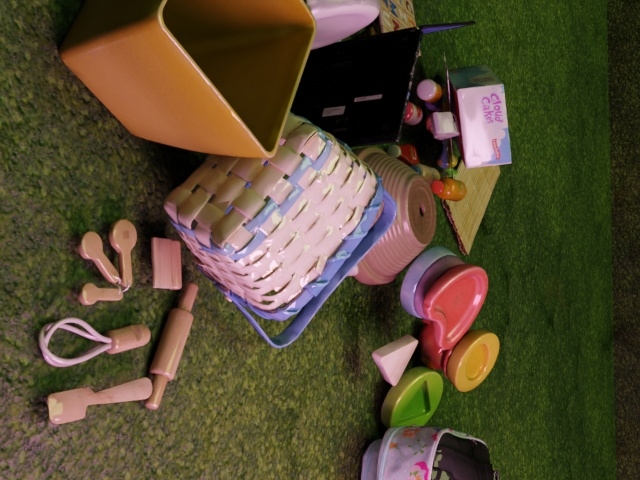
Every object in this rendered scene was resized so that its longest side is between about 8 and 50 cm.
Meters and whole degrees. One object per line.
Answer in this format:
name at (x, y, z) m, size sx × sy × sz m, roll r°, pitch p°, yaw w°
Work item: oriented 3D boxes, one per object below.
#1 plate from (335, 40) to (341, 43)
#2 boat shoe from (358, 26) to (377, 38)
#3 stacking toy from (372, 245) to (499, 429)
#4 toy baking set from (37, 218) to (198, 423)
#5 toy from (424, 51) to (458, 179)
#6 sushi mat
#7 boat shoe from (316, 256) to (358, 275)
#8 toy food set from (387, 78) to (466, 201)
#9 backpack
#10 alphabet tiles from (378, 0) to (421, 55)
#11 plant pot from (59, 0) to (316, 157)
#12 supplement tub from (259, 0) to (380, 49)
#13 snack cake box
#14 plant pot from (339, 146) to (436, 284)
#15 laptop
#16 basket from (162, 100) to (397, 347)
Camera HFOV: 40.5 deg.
plate at (-0.021, -0.262, 1.328) m, size 0.188 × 0.024 × 0.188 m, roll 0°, pitch 90°, yaw -53°
boat shoe at (0.082, -0.279, 1.463) m, size 0.073 × 0.073 × 0.207 m, roll 52°, pitch 23°, yaw -46°
stacking toy at (0.168, 0.172, 1.517) m, size 0.279 × 0.130 × 0.309 m, roll -37°, pitch 136°, yaw -23°
toy baking set at (-0.220, 0.096, 0.960) m, size 0.197 × 0.030 × 0.256 m, roll 42°, pitch 51°, yaw -45°
toy at (0.235, -0.236, 1.717) m, size 0.137 × 0.056 × 0.237 m, roll -82°, pitch 163°, yaw -63°
sushi mat at (0.336, -0.121, 1.914) m, size 0.317 × 0.019 × 0.151 m, roll -59°, pitch 135°, yaw -43°
boat shoe at (0.000, 0.000, 1.310) m, size 0.184 × 0.066 × 0.063 m, roll 31°, pitch 60°, yaw -42°
toy food set at (0.186, -0.182, 1.583) m, size 0.104 × 0.111 × 0.232 m, roll 4°, pitch 76°, yaw -62°
backpack at (0.167, 0.408, 1.392) m, size 0.253 × 0.191 × 0.225 m, roll 38°, pitch 55°, yaw -59°
alphabet tiles at (0.129, -0.443, 1.595) m, size 0.198 × 0.009 × 0.237 m, roll 19°, pitch 60°, yaw -57°
plant pot at (-0.154, -0.222, 0.958) m, size 0.212 × 0.187 × 0.212 m, roll 50°, pitch 45°, yaw -43°
supplement tub at (-0.050, -0.417, 1.129) m, size 0.193 × 0.193 × 0.316 m, roll -14°, pitch 90°, yaw -59°
snack cake box at (0.306, -0.249, 1.704) m, size 0.264 × 0.089 × 0.152 m, roll -80°, pitch 163°, yaw -70°
plant pot at (0.123, -0.045, 1.467) m, size 0.237 × 0.109 × 0.238 m, roll 11°, pitch 77°, yaw -57°
laptop at (0.067, -0.217, 1.229) m, size 0.136 × 0.234 × 0.265 m, roll 34°, pitch 62°, yaw -46°
basket at (-0.033, -0.020, 1.074) m, size 0.255 × 0.201 × 0.289 m, roll -50°, pitch 137°, yaw -10°
